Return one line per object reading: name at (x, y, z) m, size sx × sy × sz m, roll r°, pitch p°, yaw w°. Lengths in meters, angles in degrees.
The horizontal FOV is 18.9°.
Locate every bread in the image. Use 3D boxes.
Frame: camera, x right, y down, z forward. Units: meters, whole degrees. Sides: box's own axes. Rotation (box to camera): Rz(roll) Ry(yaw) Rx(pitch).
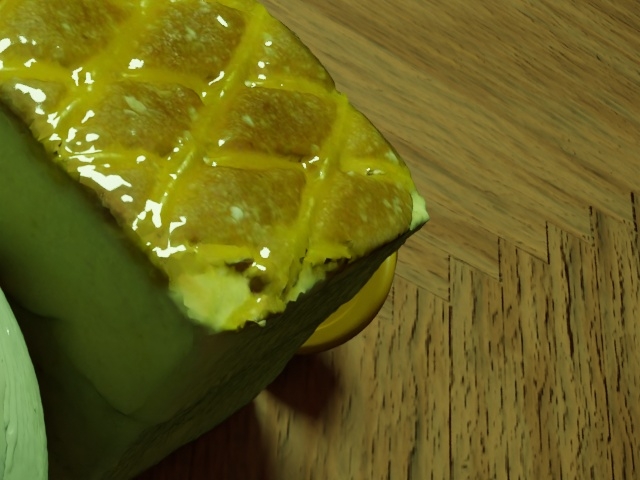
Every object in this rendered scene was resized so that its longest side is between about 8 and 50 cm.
bread at (-0.126, -0.029, 1.081) m, size 0.279 × 0.207 × 0.279 m, roll 49°, pitch 30°, yaw 9°

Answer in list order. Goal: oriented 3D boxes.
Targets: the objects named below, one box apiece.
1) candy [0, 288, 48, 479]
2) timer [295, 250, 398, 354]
candy at (-0.256, 0.089, 0.880) m, size 0.295 × 0.185 × 0.295 m, roll 17°, pitch 64°, yaw -39°
timer at (0.000, 0.000, 1.286) m, size 0.132 × 0.132 × 0.152 m, roll 48°, pitch 14°, yaw 4°
